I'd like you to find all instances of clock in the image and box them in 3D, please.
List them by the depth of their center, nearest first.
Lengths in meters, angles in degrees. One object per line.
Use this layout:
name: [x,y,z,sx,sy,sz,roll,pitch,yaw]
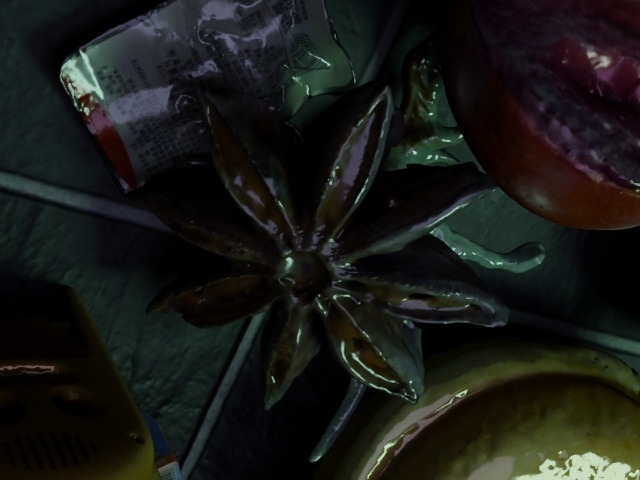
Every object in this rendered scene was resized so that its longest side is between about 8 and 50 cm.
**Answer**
clock: [-0.246,0.180,1.306,0.244,0.317,0.200,-5,112,-23]

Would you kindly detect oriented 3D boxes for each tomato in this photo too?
tomato: [0.199,-0.157,1.396,0.290,0.335,0.176,26,146,-24]

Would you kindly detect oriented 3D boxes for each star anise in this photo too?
star anise: [0.000,0.002,1.383,0.332,0.117,0.331,9,124,13]

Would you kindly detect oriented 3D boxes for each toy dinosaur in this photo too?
toy dinosaur: [0.074,0.014,1.504,0.205,0.092,0.393,25,103,-28]

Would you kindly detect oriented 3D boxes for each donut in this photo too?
donut: [0.160,0.293,1.639,0.449,0.198,0.449,-12,120,-21]

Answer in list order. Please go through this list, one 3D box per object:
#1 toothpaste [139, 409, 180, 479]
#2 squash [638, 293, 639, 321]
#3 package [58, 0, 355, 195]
toothpaste: [-0.226,0.216,1.500,0.193,0.070,0.044,-24,154,-13]
squash: [0.417,0.076,1.629,0.252,0.165,0.252,11,73,-38]
package: [-0.086,-0.139,1.380,0.232,0.040,0.166,-28,131,-3]
